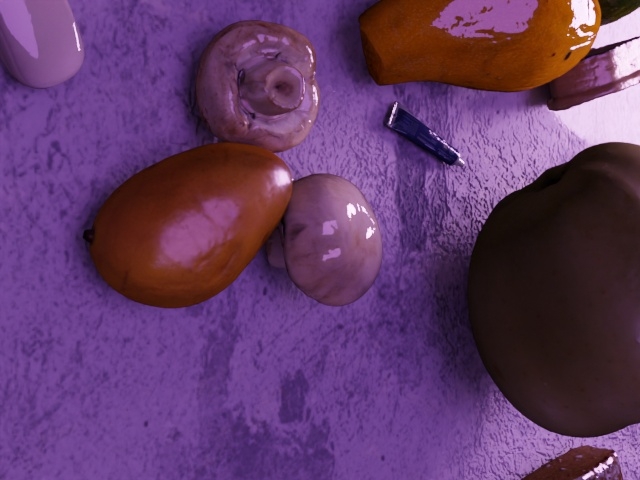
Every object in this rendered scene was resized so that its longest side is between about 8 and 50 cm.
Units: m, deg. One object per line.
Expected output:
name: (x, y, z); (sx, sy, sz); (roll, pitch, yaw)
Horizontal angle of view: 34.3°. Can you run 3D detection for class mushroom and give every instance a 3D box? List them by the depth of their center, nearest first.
mushroom: (-0.064, -0.162, 1.104); (0.148, 0.112, 0.148); (-1, 92, -29)
mushroom: (0.000, 0.000, 1.164); (0.154, 0.123, 0.154); (49, 32, -45)

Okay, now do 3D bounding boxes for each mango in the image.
mango: (-0.124, -0.018, 1.059); (0.227, 0.109, 0.147); (-28, 96, -23)
mango: (0.203, -0.260, 1.267); (0.359, 0.187, 0.144); (-7, 61, -36)

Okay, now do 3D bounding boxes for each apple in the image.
apple: (0.353, 0.065, 1.303); (0.357, 0.357, 0.357); (-2, 94, -38)

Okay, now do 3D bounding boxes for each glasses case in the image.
glasses case: (-0.287, -0.240, 0.963); (0.081, 0.051, 0.204); (-32, 111, -31)

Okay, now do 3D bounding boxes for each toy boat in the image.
toy boat: (0.379, -0.232, 1.445); (0.188, 0.116, 0.061); (-25, 103, -37)

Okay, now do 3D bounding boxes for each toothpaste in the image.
toothpaste: (0.136, -0.129, 1.319); (0.140, 0.021, 0.037); (31, 67, -33)

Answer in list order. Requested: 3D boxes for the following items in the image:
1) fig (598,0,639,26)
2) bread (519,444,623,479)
fig: (0.395, -0.385, 1.374); (0.203, 0.235, 0.203); (-2, 93, -42)
bread: (0.262, 0.425, 1.388); (0.417, 0.113, 0.165); (-20, 106, -37)
